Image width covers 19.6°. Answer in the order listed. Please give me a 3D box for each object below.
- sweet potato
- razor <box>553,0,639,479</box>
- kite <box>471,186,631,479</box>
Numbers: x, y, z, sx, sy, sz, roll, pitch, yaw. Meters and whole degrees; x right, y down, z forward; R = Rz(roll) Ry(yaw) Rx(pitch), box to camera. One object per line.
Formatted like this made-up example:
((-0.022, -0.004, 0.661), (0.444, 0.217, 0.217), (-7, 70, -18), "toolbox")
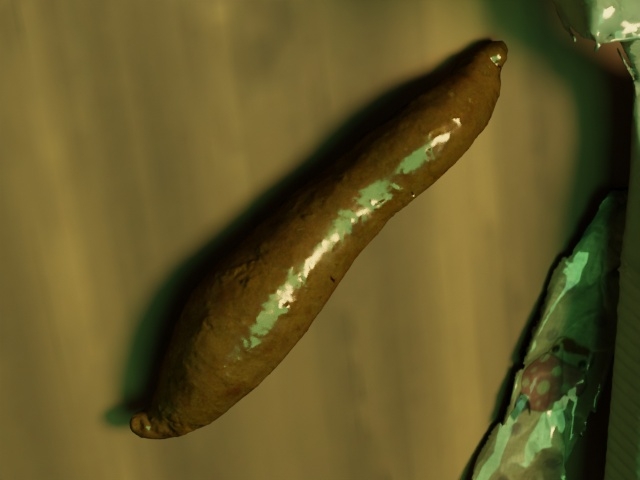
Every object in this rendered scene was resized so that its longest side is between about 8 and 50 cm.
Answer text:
((0.000, 0.000, 0.387), (0.115, 0.026, 0.026), (-46, 123, 2), "sweet potato")
((0.085, 0.046, 0.428), (0.111, 0.056, 0.278), (-8, 123, -19), "razor")
((0.020, 0.131, 0.468), (0.335, 0.011, 0.314), (7, 111, -27), "kite")
